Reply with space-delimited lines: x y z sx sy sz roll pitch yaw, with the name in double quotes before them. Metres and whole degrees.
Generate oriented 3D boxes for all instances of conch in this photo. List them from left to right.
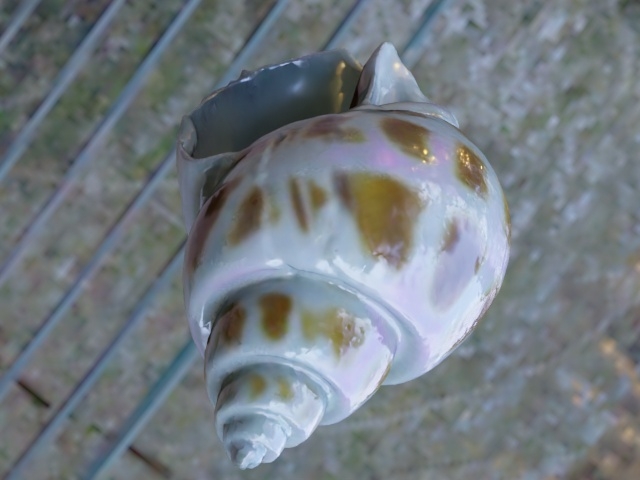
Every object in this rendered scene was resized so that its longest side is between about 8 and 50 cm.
"conch" 0.000 -0.001 1.307 0.368 0.249 0.197 -42 140 -61
